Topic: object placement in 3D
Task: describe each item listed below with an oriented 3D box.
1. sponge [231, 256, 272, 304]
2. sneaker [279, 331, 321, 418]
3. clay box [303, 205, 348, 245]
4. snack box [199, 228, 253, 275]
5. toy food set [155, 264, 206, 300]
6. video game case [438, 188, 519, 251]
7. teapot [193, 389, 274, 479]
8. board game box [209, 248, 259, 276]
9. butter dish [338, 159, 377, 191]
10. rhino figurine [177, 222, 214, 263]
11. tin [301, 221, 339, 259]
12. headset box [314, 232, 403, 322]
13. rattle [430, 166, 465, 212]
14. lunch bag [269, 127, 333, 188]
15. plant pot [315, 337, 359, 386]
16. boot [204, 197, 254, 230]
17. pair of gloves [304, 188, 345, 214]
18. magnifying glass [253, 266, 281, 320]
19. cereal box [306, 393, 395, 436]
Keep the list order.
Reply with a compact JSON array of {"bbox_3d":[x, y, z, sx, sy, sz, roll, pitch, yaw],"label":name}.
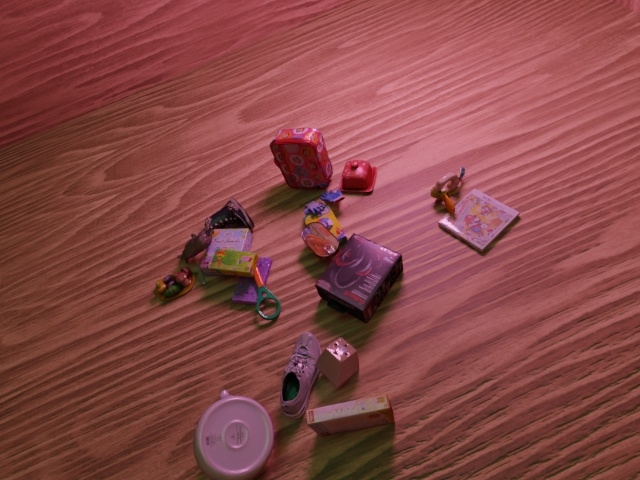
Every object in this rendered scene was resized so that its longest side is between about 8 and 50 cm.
[{"bbox_3d":[-0.275,0.161,1.659,0.117,0.031,0.210,1,54,16],"label":"sponge"},{"bbox_3d":[-0.065,0.431,1.344,0.105,0.115,0.282,0,55,16],"label":"sneaker"},{"bbox_3d":[0.013,-0.056,1.719,0.127,0.053,0.222,-26,53,-3],"label":"clay box"},{"bbox_3d":[-0.401,0.049,1.753,0.174,0.070,0.207,-2,53,16],"label":"snack box"},{"bbox_3d":[-0.609,0.167,1.725,0.217,0.071,0.128,-24,52,-2],"label":"toy food set"},{"bbox_3d":[0.612,-0.084,1.583,0.227,0.026,0.206,-40,54,-14],"label":"video game case"},{"bbox_3d":[-0.267,0.614,1.235,0.252,0.187,0.256,35,49,5],"label":"teapot"},{"bbox_3d":[-0.346,0.089,1.636,0.181,0.043,0.092,4,60,18],"label":"board game box"},{"bbox_3d":[0.160,-0.306,1.819,0.159,0.118,0.160,4,56,20],"label":"butter dish"},{"bbox_3d":[-0.548,0.025,1.768,0.243,0.073,0.106,-33,36,32],"label":"rhino figurine"},{"bbox_3d":[0.000,0.000,1.627,0.106,0.040,0.190,-38,55,-6],"label":"tin"},{"bbox_3d":[0.137,0.145,1.499,0.218,0.110,0.293,26,65,30],"label":"headset box"},{"bbox_3d":[0.557,-0.209,1.650,0.199,0.130,0.142,-18,40,-33],"label":"rattle"},{"bbox_3d":[-0.095,-0.363,1.826,0.258,0.293,0.120,4,54,23],"label":"lunch bag"},{"bbox_3d":[0.060,0.385,1.330,0.109,0.096,0.109,-25,46,-37],"label":"plant pot"},{"bbox_3d":[-0.414,-0.082,1.845,0.178,0.085,0.236,-37,47,-9],"label":"boot"},{"bbox_3d":[0.009,-0.170,1.786,0.198,0.023,0.159,-28,25,-10],"label":"pair of gloves"},{"bbox_3d":[-0.222,0.204,1.587,0.092,0.026,0.231,-17,62,-15],"label":"magnifying glass"},{"bbox_3d":[0.092,0.518,1.199,0.240,0.173,0.047,-13,52,6],"label":"cereal box"}]
